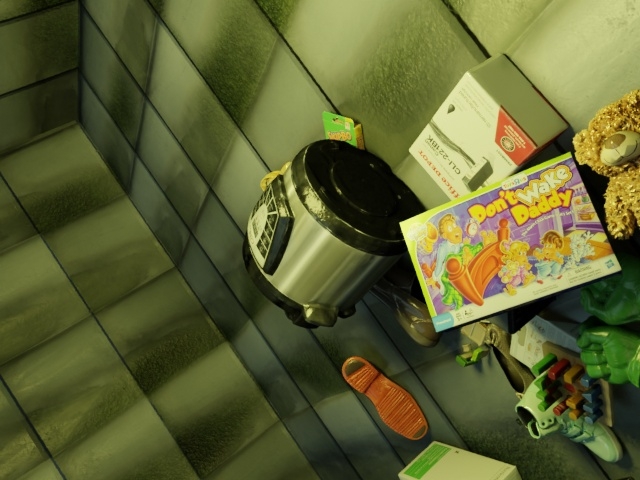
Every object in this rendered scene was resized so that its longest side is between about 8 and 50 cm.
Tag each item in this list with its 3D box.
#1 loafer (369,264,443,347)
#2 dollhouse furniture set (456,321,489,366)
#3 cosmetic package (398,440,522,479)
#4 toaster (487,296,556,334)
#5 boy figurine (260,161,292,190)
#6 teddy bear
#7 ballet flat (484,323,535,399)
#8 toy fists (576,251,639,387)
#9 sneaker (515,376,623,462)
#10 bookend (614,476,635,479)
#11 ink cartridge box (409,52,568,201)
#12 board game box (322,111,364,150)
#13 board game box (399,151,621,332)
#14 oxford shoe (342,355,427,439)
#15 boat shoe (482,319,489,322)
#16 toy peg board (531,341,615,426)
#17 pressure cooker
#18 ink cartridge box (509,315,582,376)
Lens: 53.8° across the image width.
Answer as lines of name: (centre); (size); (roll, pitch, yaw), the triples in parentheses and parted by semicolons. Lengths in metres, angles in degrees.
loafer: (0.232, 0.130, 1.783); (0.366, 0.134, 0.130); (47, 113, 21)
dollhouse furniture set: (0.419, 0.271, 1.702); (0.076, 0.059, 0.151); (40, 128, 43)
cosmetic package: (0.447, 0.782, 1.982); (0.366, 0.197, 0.155); (-10, 109, 58)
toaster: (0.422, 0.081, 1.359); (0.110, 0.168, 0.185); (26, 139, 45)
boy figurine: (-0.081, -0.172, 1.976); (0.285, 0.092, 0.177); (22, 139, 42)
teddy bear: (0.565, -0.081, 1.041); (0.245, 0.113, 0.337); (-13, 107, 58)
ballet flat: (0.484, 0.324, 1.614); (0.084, 0.058, 0.249); (-10, 110, 60)
toy fists: (0.576, 0.157, 1.234); (0.142, 0.096, 0.279); (21, 123, 48)
sneaker: (0.579, 0.456, 1.501); (0.256, 0.151, 0.094); (45, 147, 20)
bookend: (0.688, 0.661, 1.527); (0.072, 0.156, 0.157); (50, 150, 14)
ink cartridge box: (0.327, -0.205, 1.281); (0.197, 0.114, 0.273); (51, 152, 10)
board game box: (0.073, -0.229, 1.735); (0.124, 0.039, 0.259); (26, 141, 43)
board game box: (0.353, 0.012, 1.208); (0.347, 0.078, 0.233); (-24, 73, 22)
oxford shoe: (0.230, 0.533, 2.192); (0.363, 0.130, 0.133); (47, -177, 6)
boat shoe: (0.408, 0.193, 1.628); (0.100, 0.035, 0.035); (10, 126, 53)
toy peg board: (0.548, 0.331, 1.391); (0.161, 0.079, 0.161); (20, 134, 53)
pressure cooker: (0.005, 0.003, 1.626); (0.375, 0.370, 0.420); (43, 129, 6)
ink cartridge box: (0.555, 0.256, 1.454); (0.232, 0.066, 0.189); (41, 148, 43)
